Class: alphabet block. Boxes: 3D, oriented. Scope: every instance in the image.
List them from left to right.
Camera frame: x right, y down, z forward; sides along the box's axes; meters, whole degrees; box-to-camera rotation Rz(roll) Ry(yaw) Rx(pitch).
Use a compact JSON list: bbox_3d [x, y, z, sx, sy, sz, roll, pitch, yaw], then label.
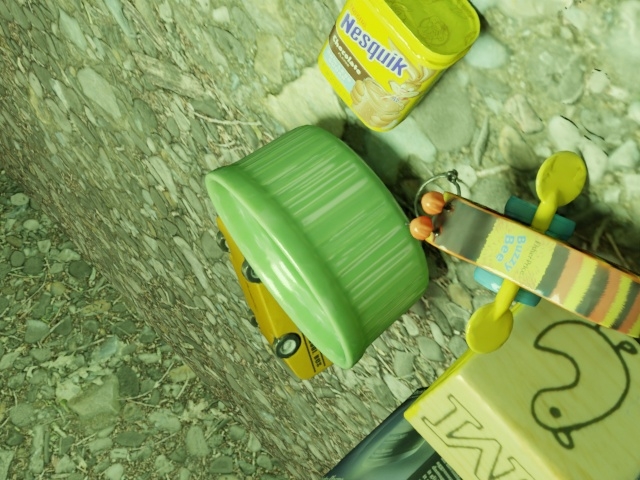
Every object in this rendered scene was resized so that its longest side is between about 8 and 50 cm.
[{"bbox_3d":[0.241,0.184,0.880,0.197,0.192,0.193,45,153,10],"label":"alphabet block"}]

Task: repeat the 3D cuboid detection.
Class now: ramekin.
[{"bbox_3d":[0.000,0.000,1.026,0.303,0.148,0.303,50,167,16],"label":"ramekin"}]

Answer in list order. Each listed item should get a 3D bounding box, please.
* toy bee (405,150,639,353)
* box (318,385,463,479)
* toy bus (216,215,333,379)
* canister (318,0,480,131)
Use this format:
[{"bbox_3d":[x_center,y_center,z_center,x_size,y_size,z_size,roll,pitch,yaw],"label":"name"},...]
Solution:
[{"bbox_3d":[0.164,0.012,0.771,0.298,0.162,0.195,3,84,41],"label":"toy bee"},{"bbox_3d":[0.153,0.351,1.128,0.183,0.294,0.296,54,155,0],"label":"box"},{"bbox_3d":[-0.058,0.082,1.304,0.108,0.130,0.333,44,157,46],"label":"toy bus"},{"bbox_3d":[0.069,-0.194,0.794,0.126,0.073,0.170,50,157,4],"label":"canister"}]
